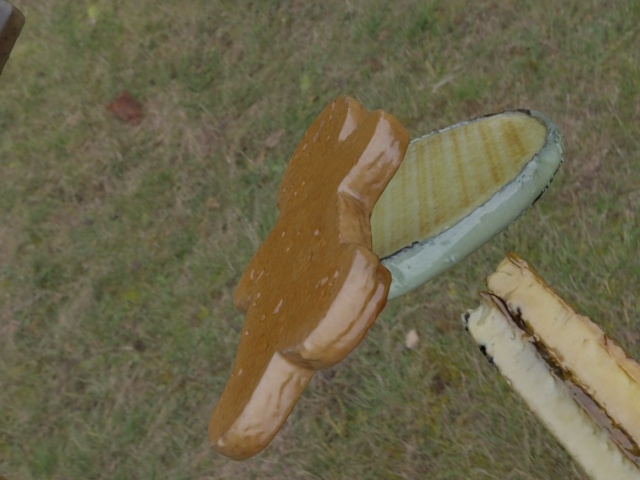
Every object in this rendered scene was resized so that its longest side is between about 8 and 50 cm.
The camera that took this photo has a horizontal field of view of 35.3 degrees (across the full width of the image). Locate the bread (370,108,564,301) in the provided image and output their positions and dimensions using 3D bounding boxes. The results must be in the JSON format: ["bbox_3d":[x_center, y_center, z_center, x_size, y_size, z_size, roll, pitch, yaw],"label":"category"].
[{"bbox_3d":[0.066,-0.021,0.781,0.267,0.040,0.267,-28,17,9],"label":"bread"}]

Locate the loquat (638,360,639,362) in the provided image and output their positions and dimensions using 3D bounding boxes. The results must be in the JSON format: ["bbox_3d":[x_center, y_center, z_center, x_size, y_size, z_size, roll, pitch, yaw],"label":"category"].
[{"bbox_3d":[0.477,0.249,1.287,0.244,0.244,0.244,-9,65,20],"label":"loquat"}]

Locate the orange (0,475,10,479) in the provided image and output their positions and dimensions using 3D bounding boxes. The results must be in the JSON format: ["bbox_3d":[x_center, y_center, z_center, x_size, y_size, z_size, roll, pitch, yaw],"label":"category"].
[{"bbox_3d":[-0.245,0.306,0.554,0.322,0.322,0.357,-20,78,15],"label":"orange"}]

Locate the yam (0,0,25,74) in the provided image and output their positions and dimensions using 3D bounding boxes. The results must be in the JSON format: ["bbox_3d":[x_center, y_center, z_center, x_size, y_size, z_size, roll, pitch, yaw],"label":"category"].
[{"bbox_3d":[-0.324,-0.103,0.853,0.057,0.057,0.241,22,81,30],"label":"yam"}]

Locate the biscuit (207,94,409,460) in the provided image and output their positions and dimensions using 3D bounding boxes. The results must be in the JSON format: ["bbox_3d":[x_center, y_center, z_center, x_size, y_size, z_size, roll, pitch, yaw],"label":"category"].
[{"bbox_3d":[0.001,0.000,0.579,0.165,0.036,0.250,-49,20,32],"label":"biscuit"}]

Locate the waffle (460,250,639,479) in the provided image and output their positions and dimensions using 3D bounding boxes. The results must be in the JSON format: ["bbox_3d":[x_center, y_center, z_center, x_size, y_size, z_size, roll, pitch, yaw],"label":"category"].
[{"bbox_3d":[0.120,0.076,0.378,0.042,0.102,0.148,-45,44,6],"label":"waffle"}]
